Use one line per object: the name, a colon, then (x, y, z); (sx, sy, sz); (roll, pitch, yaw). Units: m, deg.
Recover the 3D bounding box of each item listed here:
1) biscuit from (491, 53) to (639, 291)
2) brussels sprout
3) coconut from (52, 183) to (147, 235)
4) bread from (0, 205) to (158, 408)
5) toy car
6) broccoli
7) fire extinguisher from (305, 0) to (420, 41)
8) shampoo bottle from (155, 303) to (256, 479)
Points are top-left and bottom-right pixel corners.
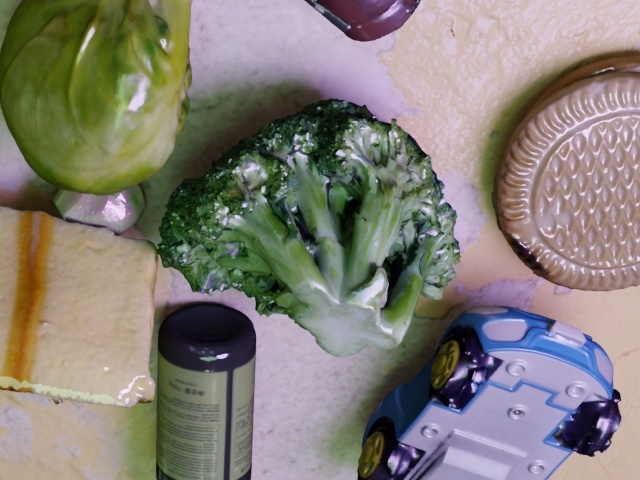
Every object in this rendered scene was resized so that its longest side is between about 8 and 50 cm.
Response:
biscuit: (0.296, -0.062, 1.814); (0.259, 0.079, 0.259); (-3, 120, -6)
brussels sprout: (-0.197, -0.145, 1.634); (0.161, 0.223, 0.223); (6, 119, -28)
coconut: (-0.208, -0.042, 1.759); (0.082, 0.083, 0.081); (33, 96, -34)
bread: (-0.297, 0.115, 1.752); (0.263, 0.198, 0.236); (12, 143, -11)
toy car: (0.172, 0.167, 1.872); (0.198, 0.166, 0.314); (19, 132, -17)
broccoli: (0.000, 0.000, 1.719); (0.294, 0.245, 0.265); (16, 127, -17)
fire extinguisher: (-0.032, -0.297, 1.564); (0.105, 0.141, 0.341); (-22, 139, 23)
shampoo bottle: (-0.120, 0.207, 1.896); (0.101, 0.101, 0.284); (-1, 119, -7)
